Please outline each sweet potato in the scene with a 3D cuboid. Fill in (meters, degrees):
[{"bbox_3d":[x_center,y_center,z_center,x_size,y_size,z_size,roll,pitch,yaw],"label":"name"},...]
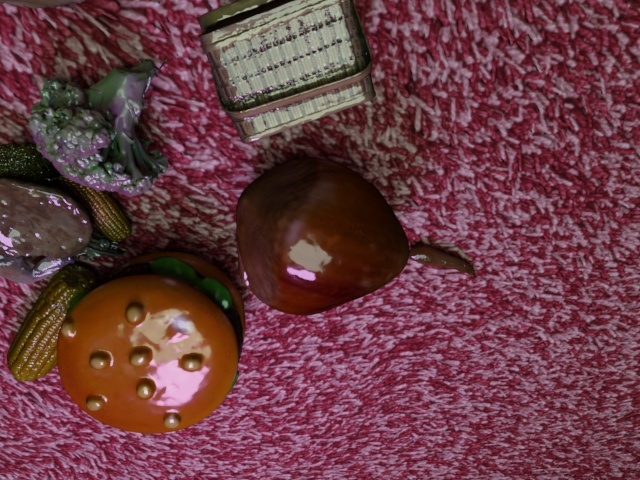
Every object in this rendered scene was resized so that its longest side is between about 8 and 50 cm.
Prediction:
[{"bbox_3d":[0.316,0.053,1.113,0.214,0.050,0.050,16,118,-17],"label":"sweet potato"}]

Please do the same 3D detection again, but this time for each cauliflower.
[{"bbox_3d":[-0.394,-0.227,0.814,0.256,0.239,0.315,36,95,19],"label":"cauliflower"}]

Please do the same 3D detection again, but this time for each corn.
[{"bbox_3d":[-0.653,0.207,1.069,0.120,0.120,0.363,33,109,-22],"label":"corn"},{"bbox_3d":[-0.482,-0.084,0.942,0.068,0.068,0.207,-23,119,8],"label":"corn"}]

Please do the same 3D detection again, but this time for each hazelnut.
[{"bbox_3d":[0.000,0.000,0.898,0.372,0.372,0.315,14,79,-13],"label":"hazelnut"}]

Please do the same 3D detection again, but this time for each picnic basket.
[{"bbox_3d":[-0.052,-0.312,0.709,0.228,0.313,0.175,-18,121,6],"label":"picnic basket"}]

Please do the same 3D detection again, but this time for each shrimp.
[{"bbox_3d":[-0.603,0.022,0.970,0.317,0.062,0.164,13,96,-10],"label":"shrimp"}]

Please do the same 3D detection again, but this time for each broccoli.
[{"bbox_3d":[-0.599,-0.142,0.878,0.120,0.131,0.130,41,130,16],"label":"broccoli"}]

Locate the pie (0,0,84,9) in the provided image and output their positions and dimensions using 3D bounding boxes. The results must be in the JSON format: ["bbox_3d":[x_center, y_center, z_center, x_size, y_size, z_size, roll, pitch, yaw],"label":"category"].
[{"bbox_3d":[-0.482,-0.520,0.677,0.315,0.092,0.315,-2,119,-3],"label":"pie"}]

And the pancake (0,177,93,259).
[{"bbox_3d":[-0.582,-0.040,0.874,0.236,0.042,0.222,-11,132,4],"label":"pancake"}]

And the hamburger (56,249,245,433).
[{"bbox_3d":[-0.345,0.224,0.973,0.396,0.277,0.395,-1,107,-4],"label":"hamburger"}]
